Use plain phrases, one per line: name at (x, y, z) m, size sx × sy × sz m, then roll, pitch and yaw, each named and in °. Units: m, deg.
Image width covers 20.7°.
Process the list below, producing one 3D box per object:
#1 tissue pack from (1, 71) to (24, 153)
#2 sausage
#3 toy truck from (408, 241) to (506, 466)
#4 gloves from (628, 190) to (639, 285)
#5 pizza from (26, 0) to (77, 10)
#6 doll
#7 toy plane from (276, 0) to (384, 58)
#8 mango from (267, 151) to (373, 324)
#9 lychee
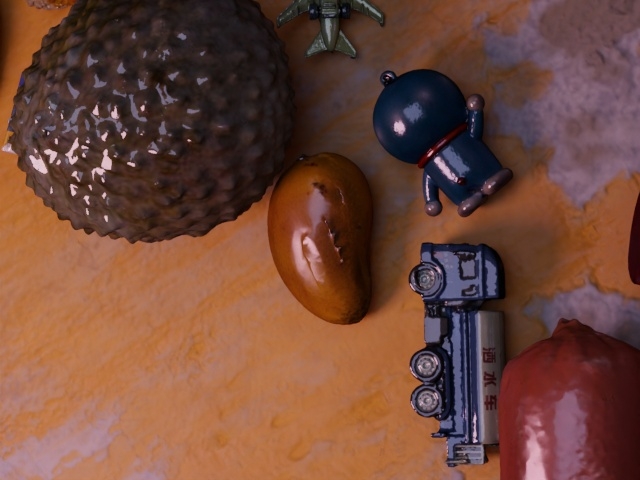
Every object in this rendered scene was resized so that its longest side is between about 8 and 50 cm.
tissue pack at (-0.276, -0.121, 1.742) m, size 0.062 × 0.042 × 0.083 m, roll 15°, pitch 91°, yaw 17°
sausage at (0.219, 0.193, 1.497) m, size 0.148 × 0.148 × 0.254 m, roll 2°, pitch 85°, yaw 19°
toy truck at (0.127, 0.101, 1.571) m, size 0.088 × 0.074 × 0.202 m, roll -2°, pitch 85°, yaw 14°
gloves at (0.390, 0.001, 1.471) m, size 0.241 × 0.126 × 0.145 m, roll 8°, pitch 67°, yaw -3°
pizza at (-0.200, -0.317, 1.723) m, size 0.246 × 0.058 × 0.127 m, roll -27°, pitch 78°, yaw 17°
doll at (0.105, -0.096, 1.593) m, size 0.114 × 0.085 × 0.152 m, roll -44°, pitch 84°, yaw 23°
toy plane at (0.009, -0.226, 1.655) m, size 0.102 × 0.040 × 0.111 m, roll -1°, pitch 87°, yaw 0°
mango at (-0.002, -0.001, 1.618) m, size 0.105 × 0.084 × 0.159 m, roll -5°, pitch 84°, yaw 24°
lychee at (-0.153, -0.124, 1.598) m, size 0.255 × 0.274 × 0.255 m, roll 15°, pitch 111°, yaw 45°
